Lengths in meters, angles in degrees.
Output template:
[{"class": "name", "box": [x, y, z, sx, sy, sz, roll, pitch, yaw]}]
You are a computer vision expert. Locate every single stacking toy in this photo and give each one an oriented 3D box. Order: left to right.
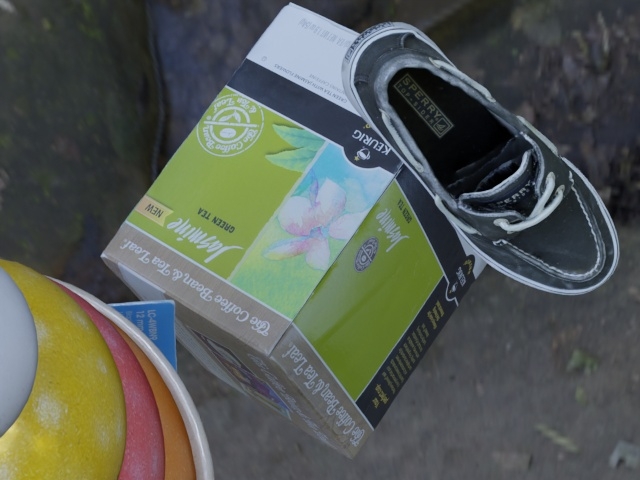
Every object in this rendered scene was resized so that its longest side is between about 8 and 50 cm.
[{"class": "stacking toy", "box": [-0.214, 0.115, 0.994, 0.351, 0.480, 0.350, 4, 69, -10]}]

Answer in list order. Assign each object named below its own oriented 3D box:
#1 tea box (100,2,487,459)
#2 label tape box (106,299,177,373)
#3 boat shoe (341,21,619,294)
[{"class": "tea box", "box": [0.000, 0.000, 1.704, 0.220, 0.329, 0.323, 29, 76, 25]}, {"class": "label tape box", "box": [-0.281, 0.180, 1.347, 0.348, 0.249, 0.115, -6, 51, -9]}, {"class": "boat shoe", "box": [0.098, -0.033, 0.943, 0.078, 0.219, 0.070, -48, 26, 6]}]
